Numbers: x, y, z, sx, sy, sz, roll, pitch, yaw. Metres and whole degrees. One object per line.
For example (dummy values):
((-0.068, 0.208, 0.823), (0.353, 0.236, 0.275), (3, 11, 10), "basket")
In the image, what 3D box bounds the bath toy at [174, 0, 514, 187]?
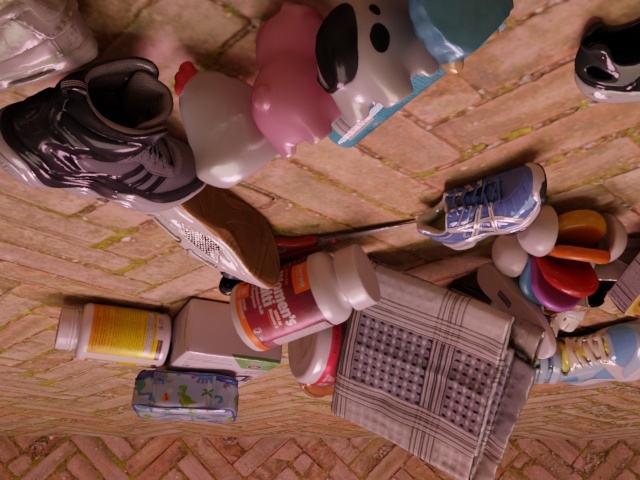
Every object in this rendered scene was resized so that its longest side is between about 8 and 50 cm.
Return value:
((-0.010, -0.161, 0.583), (0.348, 0.151, 0.129), (-21, 110, 43), "bath toy")

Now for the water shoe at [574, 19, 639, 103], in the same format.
((0.344, -0.174, 0.607), (0.203, 0.072, 0.080), (-7, 152, 14), "water shoe")

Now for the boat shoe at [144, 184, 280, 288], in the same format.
((-0.155, -0.012, 0.939), (0.096, 0.098, 0.277), (-12, 143, 26), "boat shoe")

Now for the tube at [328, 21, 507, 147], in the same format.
((0.080, -0.167, 0.660), (0.080, 0.052, 0.207), (13, 147, -36), "tube")

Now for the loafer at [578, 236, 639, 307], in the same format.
((0.429, 0.070, 1.106), (0.094, 0.087, 0.251), (21, 148, -36), "loafer")

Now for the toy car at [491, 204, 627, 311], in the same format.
((0.355, 0.035, 0.975), (0.159, 0.136, 0.182), (6, 154, -12), "toy car")

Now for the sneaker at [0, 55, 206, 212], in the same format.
((-0.186, -0.105, 0.693), (0.153, 0.101, 0.269), (-23, 164, 32), "sneaker")

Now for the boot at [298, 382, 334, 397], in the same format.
((0.101, 0.333, 1.641), (0.220, 0.109, 0.283), (-21, 150, 40), "boot")

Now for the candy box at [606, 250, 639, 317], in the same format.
((0.526, 0.034, 0.970), (0.109, 0.053, 0.186), (11, 123, -22), "candy box")

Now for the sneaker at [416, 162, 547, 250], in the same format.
((0.213, -0.041, 0.883), (0.081, 0.080, 0.211), (10, 152, -27), "sneaker")

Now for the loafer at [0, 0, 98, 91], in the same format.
((-0.355, -0.156, 0.609), (0.320, 0.112, 0.111), (-11, 144, 21), "loafer")

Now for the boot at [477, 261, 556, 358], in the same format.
((0.341, 0.104, 1.070), (0.086, 0.190, 0.069), (-5, 138, -28), "boot")

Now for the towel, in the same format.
((0.174, 0.221, 1.080), (0.324, 0.312, 0.056), (21, -162, 28), "towel")

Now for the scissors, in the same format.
((0.000, 0.000, 1.041), (0.297, 0.021, 0.109), (-18, 150, 35), "scissors")

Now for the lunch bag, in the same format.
((-0.285, 0.337, 1.405), (0.219, 0.090, 0.176), (3, 154, -3), "lunch bag")

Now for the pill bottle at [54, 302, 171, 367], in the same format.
((-0.421, 0.191, 1.341), (0.215, 0.117, 0.117), (11, 153, -22), "pill bottle")

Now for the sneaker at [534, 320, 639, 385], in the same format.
((0.570, 0.255, 1.457), (0.208, 0.127, 0.319), (6, 153, -15), "sneaker")

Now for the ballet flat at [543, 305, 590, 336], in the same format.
((0.476, 0.157, 1.315), (0.073, 0.067, 0.206), (10, 153, -19), "ballet flat")

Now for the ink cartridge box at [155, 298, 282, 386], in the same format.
((-0.226, 0.233, 1.426), (0.201, 0.117, 0.278), (12, 153, -23), "ink cartridge box")

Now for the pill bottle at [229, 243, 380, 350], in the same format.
((-0.024, 0.090, 1.060), (0.221, 0.121, 0.121), (-23, 148, 18), "pill bottle")

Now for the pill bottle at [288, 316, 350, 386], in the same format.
((0.111, 0.209, 1.300), (0.319, 0.176, 0.176), (11, 153, -20), "pill bottle")

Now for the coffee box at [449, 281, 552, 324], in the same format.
((0.288, 0.245, 1.225), (0.168, 0.297, 0.119), (18, -176, -31), "coffee box")

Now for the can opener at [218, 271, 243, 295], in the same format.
((-0.089, 0.080, 1.168), (0.186, 0.059, 0.073), (9, 153, -18), "can opener")
